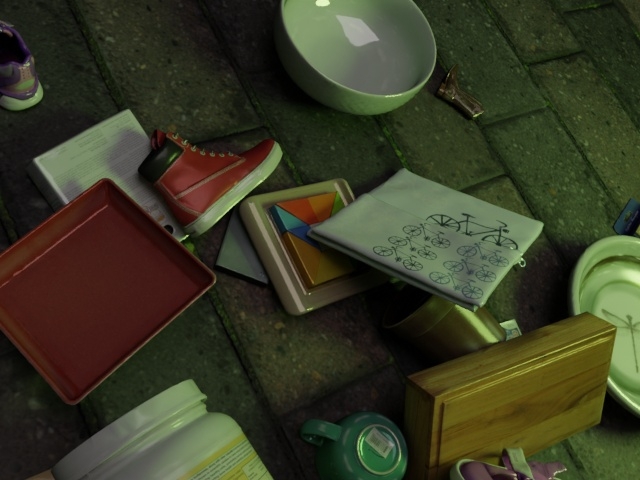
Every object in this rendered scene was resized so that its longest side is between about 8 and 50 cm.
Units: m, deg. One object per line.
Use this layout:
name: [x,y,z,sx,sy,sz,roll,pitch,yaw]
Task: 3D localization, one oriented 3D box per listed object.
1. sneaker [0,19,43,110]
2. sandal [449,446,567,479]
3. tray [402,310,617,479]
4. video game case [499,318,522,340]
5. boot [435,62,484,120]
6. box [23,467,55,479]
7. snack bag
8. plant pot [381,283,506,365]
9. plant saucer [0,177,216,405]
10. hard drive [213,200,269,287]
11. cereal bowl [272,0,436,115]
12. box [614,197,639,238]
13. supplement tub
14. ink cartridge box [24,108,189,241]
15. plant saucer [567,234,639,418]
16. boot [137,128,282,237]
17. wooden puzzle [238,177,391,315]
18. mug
sneaker: [-0.538,-0.327,1.128,0.236,0.104,0.095,47,57,5]
sandal: [0.329,0.373,1.068,0.169,0.102,0.416,33,5,40]
tray: [0.323,0.271,1.165,0.411,0.076,0.202,-13,116,-30]
video game case: [0.359,0.215,1.318,0.087,0.011,0.122,-11,70,-29]
boot: [0.325,-0.333,1.567,0.114,0.037,0.106,31,69,-4]
box: [-0.381,0.393,0.881,0.201,0.021,0.164,-16,73,-30]
snack bag: [0.202,-0.022,1.219,0.323,0.037,0.342,24,36,27]
plant pot: [0.223,0.144,1.210,0.165,0.167,0.167,44,55,-7]
plant saucer: [-0.324,0.068,0.999,0.259,0.047,0.258,39,67,20]
hard drive: [-0.120,0.004,1.199,0.094,0.022,0.135,21,58,-13]
cereal bowl: [0.055,-0.388,1.408,0.339,0.141,0.338,11,61,-20]
box: [0.789,0.007,1.610,0.225,0.036,0.136,44,55,3]
supplement tub: [-0.158,0.368,0.865,0.241,0.241,0.331,-28,79,-33]
ink cartridge box: [-0.330,-0.073,1.138,0.189,0.066,0.232,-40,106,-34]
plant saucer: [0.642,0.188,1.409,0.401,0.100,0.400,10,61,-19]
boot: [-0.185,-0.145,1.181,0.176,0.088,0.244,53,55,-13]
wooden puzzle: [0.000,0.000,1.224,0.239,0.044,0.221,-17,76,-38]
mug: [0.057,0.329,1.068,0.158,0.097,0.129,1,65,-25]
